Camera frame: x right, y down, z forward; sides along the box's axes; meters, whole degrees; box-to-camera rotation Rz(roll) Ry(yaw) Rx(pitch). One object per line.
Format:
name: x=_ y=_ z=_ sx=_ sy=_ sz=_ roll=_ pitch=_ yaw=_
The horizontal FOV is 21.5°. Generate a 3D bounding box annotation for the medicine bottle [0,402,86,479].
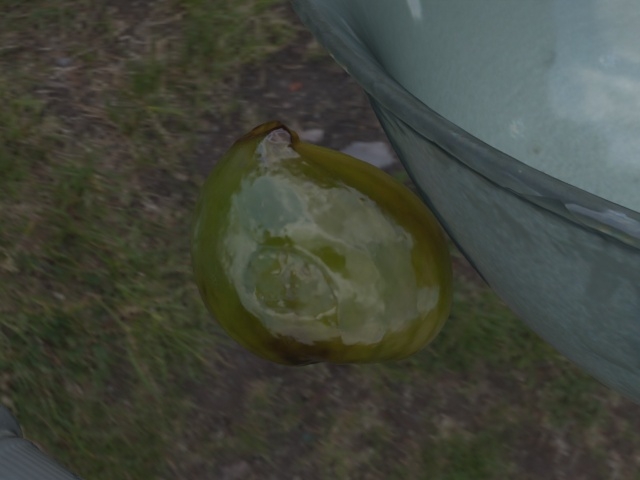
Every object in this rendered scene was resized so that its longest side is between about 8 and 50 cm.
medicine bottle: x=-0.123 y=0.075 z=0.463 sx=0.092 sy=0.220 sz=0.061 roll=-47 pitch=152 yaw=-35

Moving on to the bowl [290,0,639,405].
bowl: x=0.146 y=-0.025 z=0.444 sx=0.313 sy=0.313 sz=0.146 roll=-17 pitch=129 yaw=-18

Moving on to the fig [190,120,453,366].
fig: x=-0.001 y=0.012 z=0.917 sx=0.153 sy=0.136 sz=0.121 roll=25 pitch=85 yaw=-38
